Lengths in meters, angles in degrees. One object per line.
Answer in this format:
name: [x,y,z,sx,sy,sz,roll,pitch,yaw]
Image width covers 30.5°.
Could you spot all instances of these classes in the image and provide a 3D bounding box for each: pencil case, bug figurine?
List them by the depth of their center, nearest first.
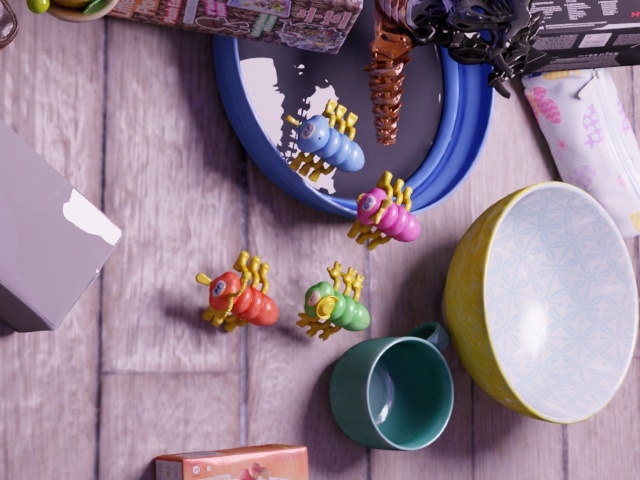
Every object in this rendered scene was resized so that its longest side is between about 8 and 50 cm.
bug figurine: [0.000,0.000,1.270,0.216,0.072,0.279,26,96,-33]
pencil case: [0.377,-0.132,1.600,0.113,0.124,0.273,-33,105,-34]

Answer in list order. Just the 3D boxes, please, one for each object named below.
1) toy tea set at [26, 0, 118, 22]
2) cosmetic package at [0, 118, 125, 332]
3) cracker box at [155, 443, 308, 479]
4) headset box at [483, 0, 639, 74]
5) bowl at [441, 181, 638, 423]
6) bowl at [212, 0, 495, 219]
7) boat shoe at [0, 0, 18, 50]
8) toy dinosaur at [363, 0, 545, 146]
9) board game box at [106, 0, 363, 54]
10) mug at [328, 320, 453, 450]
toy tea set: [-0.227,-0.319,1.033,0.200,0.124,0.336,33,77,-1]
cosmetic package: [-0.316,-0.032,1.096,0.238,0.107,0.127,48,60,-25]
cracker box: [-0.089,0.338,1.237,0.156,0.067,0.232,1,85,-36]
headset box: [0.314,-0.371,1.506,0.218,0.110,0.293,-6,71,-8]
bowl: [0.243,0.080,1.452,0.289,0.156,0.289,6,80,-39]
bowl: [0.044,-0.213,1.394,0.391,0.077,0.391,5,81,-36]
boat shoe: [-0.369,-0.253,1.101,0.207,0.073,0.073,36,64,-29]
toy dinosaur: [0.137,-0.264,1.339,0.164,0.218,0.321,-28,136,-73]
board game box: [-0.097,-0.342,1.197,0.291,0.141,0.232,8,79,-8]
mug: [0.085,0.174,1.364,0.158,0.097,0.129,-15,93,-37]
